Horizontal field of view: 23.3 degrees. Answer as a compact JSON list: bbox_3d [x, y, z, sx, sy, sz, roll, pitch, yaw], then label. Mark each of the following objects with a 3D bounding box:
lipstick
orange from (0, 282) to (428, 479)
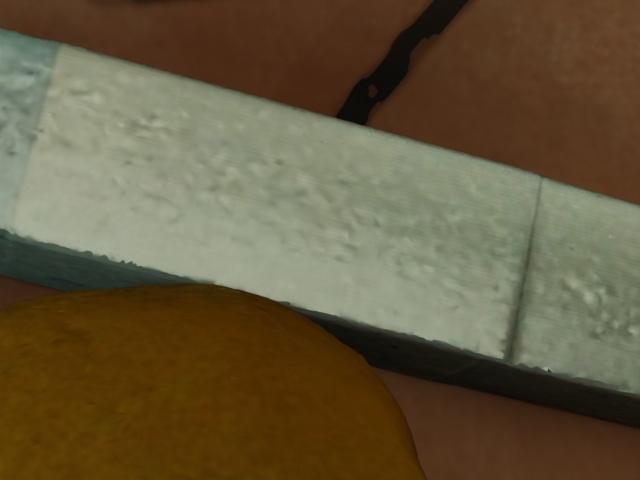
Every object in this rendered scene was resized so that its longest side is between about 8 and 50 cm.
[{"bbox_3d":[0.000,0.000,0.510,0.317,0.066,0.068,15,75,-10],"label":"lipstick"},{"bbox_3d":[-0.051,0.135,0.407,0.249,0.183,0.249,3,76,-14],"label":"orange"}]
